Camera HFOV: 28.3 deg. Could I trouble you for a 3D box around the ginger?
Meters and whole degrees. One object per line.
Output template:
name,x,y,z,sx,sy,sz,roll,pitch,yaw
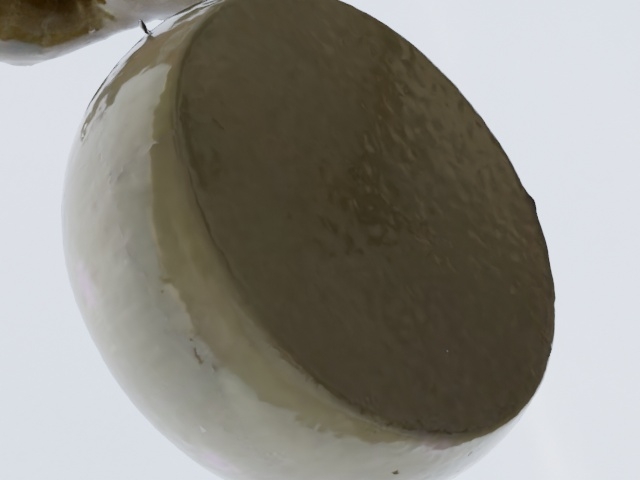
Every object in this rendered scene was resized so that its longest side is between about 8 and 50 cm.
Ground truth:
ginger,-0.215,-0.284,1.387,0.348,0.363,0.122,27,-154,-47

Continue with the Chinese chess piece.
Chinese chess piece,0.000,0.000,0.639,0.273,0.102,0.273,25,-132,-32
